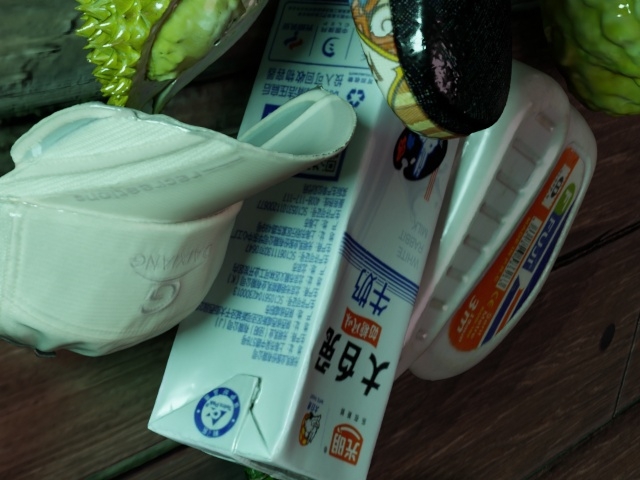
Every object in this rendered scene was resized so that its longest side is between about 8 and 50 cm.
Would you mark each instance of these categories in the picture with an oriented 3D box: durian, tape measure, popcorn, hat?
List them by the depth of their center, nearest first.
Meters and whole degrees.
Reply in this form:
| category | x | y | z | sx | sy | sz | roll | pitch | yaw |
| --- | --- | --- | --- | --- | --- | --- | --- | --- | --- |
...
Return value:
| category | x | y | z | sx | sy | sz | roll | pitch | yaw |
| --- | --- | --- | --- | --- | --- | --- | --- | --- | --- |
| durian | -0.062 | -0.168 | 0.762 | 0.208 | 0.102 | 0.146 | -47 | 175 | -30 |
| hat | -0.083 | -0.002 | 0.769 | 0.219 | 0.226 | 0.164 | -11 | 103 | -50 |
| tape measure | 0.098 | -0.016 | 1.081 | 0.258 | 0.130 | 0.265 | -63 | 153 | 1 |
| popcorn | 0.288 | -0.224 | 1.152 | 0.236 | 0.206 | 0.252 | -20 | 110 | -28 |

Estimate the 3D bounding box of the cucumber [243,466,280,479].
| category | x | y | z | sx | sy | sz | roll | pitch | yaw |
| --- | --- | --- | --- | --- | --- | --- | --- | --- | --- |
| cucumber | -0.001 | 0.217 | 1.139 | 0.077 | 0.077 | 0.265 | -59 | 145 | -9 |

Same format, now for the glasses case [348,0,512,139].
| category | x | y | z | sx | sy | sz | roll | pitch | yaw |
| --- | --- | --- | --- | --- | --- | --- | --- | --- | --- |
| glasses case | 0.054 | -0.218 | 0.813 | 0.122 | 0.082 | 0.321 | 10 | 71 | -62 |

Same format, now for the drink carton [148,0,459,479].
| category | x | y | z | sx | sy | sz | roll | pitch | yaw |
| --- | --- | --- | --- | --- | --- | --- | --- | --- | --- |
| drink carton | 0.000 | 0.000 | 0.910 | 0.130 | 0.106 | 0.315 | 33 | 70 | -56 |
